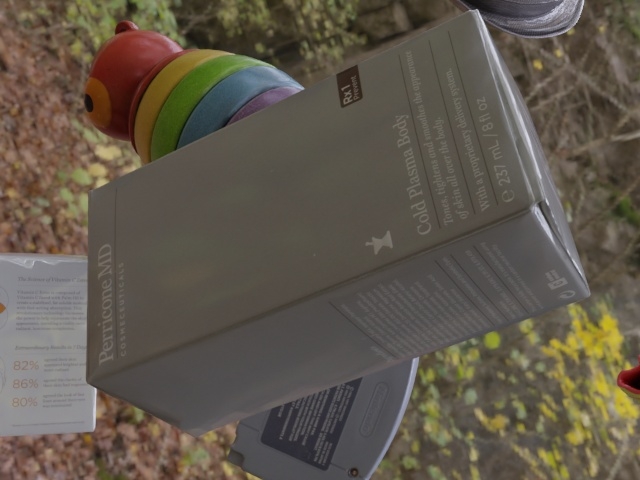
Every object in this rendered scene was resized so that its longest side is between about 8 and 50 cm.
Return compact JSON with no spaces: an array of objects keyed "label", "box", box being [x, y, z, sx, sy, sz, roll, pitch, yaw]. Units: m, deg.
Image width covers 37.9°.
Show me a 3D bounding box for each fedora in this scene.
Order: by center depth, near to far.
[{"label":"fedora","box":[0.248,-0.372,1.102,0.124,0.276,0.243,-25,-118,60]}]

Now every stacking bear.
[{"label":"stacking bear","box":[-0.108,-0.104,0.857,0.289,0.164,0.175,34,-44,31]}]

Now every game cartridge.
[{"label":"game cartridge","box":[0.015,0.189,1.208,0.294,0.196,0.060,-69,163,5]}]

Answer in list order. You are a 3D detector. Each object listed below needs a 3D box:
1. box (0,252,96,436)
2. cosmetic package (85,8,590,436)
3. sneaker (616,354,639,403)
[{"label":"box","box":[-0.290,0.098,0.912,0.091,0.130,0.170,-177,-90,-65]},{"label":"cosmetic package","box":[0.000,0.000,0.480,0.107,0.238,0.127,46,27,-51]},{"label":"sneaker","box":[0.504,0.182,1.328,0.208,0.094,0.081,-55,-167,46]}]
